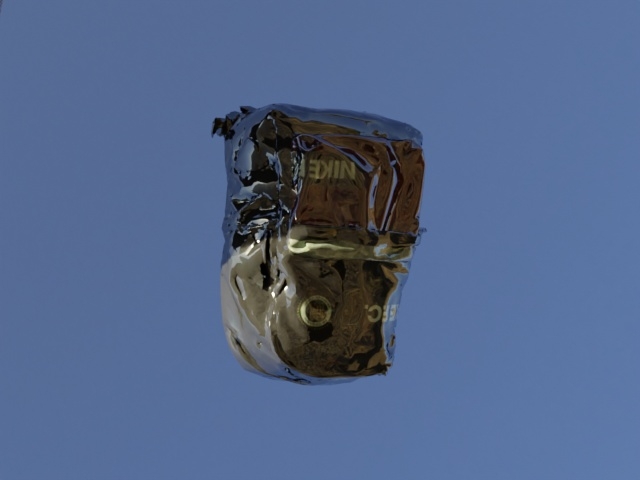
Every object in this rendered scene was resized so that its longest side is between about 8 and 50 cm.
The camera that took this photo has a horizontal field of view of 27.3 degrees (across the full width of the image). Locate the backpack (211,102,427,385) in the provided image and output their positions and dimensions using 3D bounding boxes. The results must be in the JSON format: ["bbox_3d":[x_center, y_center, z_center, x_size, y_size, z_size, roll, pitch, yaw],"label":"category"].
[{"bbox_3d":[0.003,0.002,0.769,0.120,0.106,0.165,-2,-91,-30],"label":"backpack"}]

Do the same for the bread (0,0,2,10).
[{"bbox_3d":[-0.248,-0.201,0.665,0.194,0.179,0.340,11,-37,0],"label":"bread"}]
